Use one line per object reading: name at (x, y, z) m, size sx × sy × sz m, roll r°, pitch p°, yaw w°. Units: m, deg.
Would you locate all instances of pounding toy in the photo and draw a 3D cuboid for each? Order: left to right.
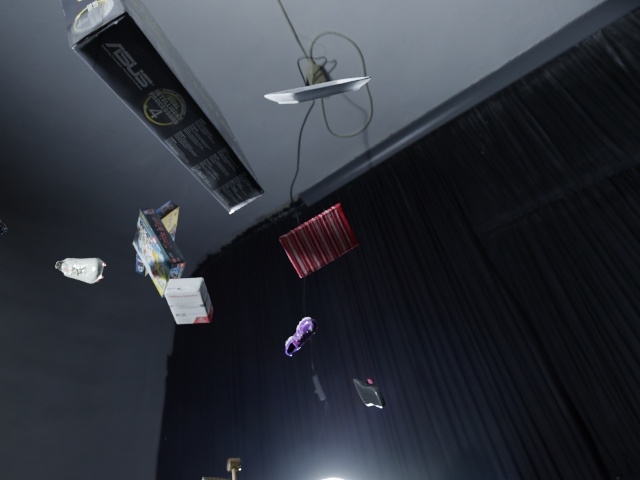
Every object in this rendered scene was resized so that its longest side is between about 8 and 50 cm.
pounding toy at (-0.287, 0.710, 1.104) m, size 0.094 × 0.205 × 0.181 m, roll 14°, pitch 163°, yaw -18°

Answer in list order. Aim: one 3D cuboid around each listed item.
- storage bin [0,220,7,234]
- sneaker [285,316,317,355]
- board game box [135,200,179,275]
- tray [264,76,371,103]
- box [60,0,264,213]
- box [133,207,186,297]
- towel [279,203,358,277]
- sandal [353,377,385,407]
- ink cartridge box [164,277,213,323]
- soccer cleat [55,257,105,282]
storage bin at (-0.980, -0.057, 1.120) m, size 0.135 × 0.098 × 0.091 m, roll -38°, pitch 158°, yaw -47°
sneaker at (-0.070, 0.357, 1.462) m, size 0.068 × 0.071 × 0.169 m, roll 32°, pitch 104°, yaw -4°
board game box at (-0.588, -0.007, 1.439) m, size 0.042 × 0.165 × 0.243 m, roll 29°, pitch 129°, yaw 4°
tray at (-0.003, -0.407, 1.087) m, size 0.271 × 0.145 × 0.030 m, roll -25°, pitch 119°, yaw -32°
box at (-0.274, -0.272, 0.724) m, size 0.097 × 0.318 × 0.394 m, roll -31°, pitch 145°, yaw 2°
box at (-0.499, 0.036, 1.226) m, size 0.044 × 0.233 × 0.159 m, roll -14°, pitch 146°, yaw -44°
towel at (0.000, 0.000, 1.539) m, size 0.275 × 0.031 × 0.198 m, roll -30°, pitch 115°, yaw -7°
sandal at (0.128, 0.374, 0.990) m, size 0.040 × 0.067 × 0.179 m, roll -24°, pitch 175°, yaw -19°
ink cartridge box at (-0.367, 0.170, 1.125) m, size 0.100 × 0.056 × 0.135 m, roll -2°, pitch 131°, yaw -1°
soccer cleat at (-0.650, 0.078, 1.080) m, size 0.197 × 0.068 × 0.076 m, roll -2°, pitch 166°, yaw 41°
